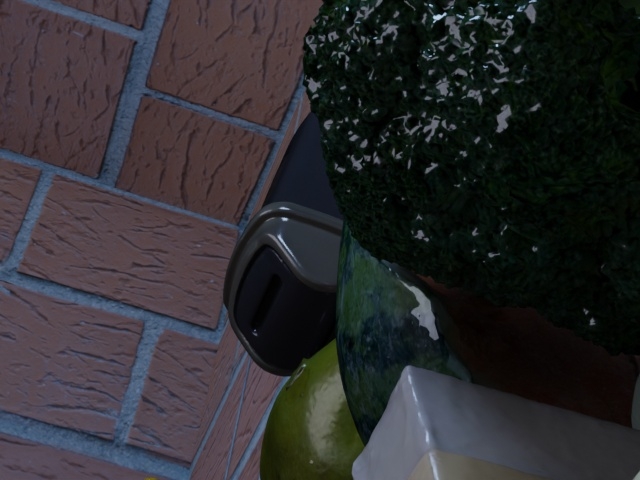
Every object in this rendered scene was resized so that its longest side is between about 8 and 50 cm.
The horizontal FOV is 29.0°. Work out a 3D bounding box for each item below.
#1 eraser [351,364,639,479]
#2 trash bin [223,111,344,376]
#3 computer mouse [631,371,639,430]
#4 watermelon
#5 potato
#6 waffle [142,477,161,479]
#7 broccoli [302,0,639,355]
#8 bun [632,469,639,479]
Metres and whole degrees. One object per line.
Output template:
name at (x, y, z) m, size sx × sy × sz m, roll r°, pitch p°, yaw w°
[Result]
eraser at (0.100, 0.178, 0.429) m, size 0.343 × 0.144 × 0.078 m, roll -99°, pitch 29°, yaw -62°
trash bin at (0.000, 0.000, 1.447) m, size 0.209 × 0.182 × 0.290 m, roll 115°, pitch 175°, yaw -45°
computer mouse at (0.181, 0.085, 0.566) m, size 0.110 × 0.032 × 0.056 m, roll -158°, pitch 74°, yaw -75°
watermelon at (0.098, 0.090, 0.726) m, size 0.176 × 0.256 × 0.260 m, roll -24°, pitch 16°, yaw 14°
potato at (0.031, 0.168, 0.984) m, size 0.186 × 0.148 × 0.253 m, roll -82°, pitch 11°, yaw -57°
waffle at (-0.030, 0.279, 0.813) m, size 0.221 × 0.247 × 0.055 m, roll -83°, pitch 13°, yaw -46°
broccoli at (0.137, -0.087, 0.618) m, size 0.297 × 0.298 × 0.297 m, roll -33°, pitch 13°, yaw 3°
bun at (0.170, 0.087, 0.305) m, size 0.229 × 0.145 × 0.229 m, roll -44°, pitch -7°, yaw -7°
